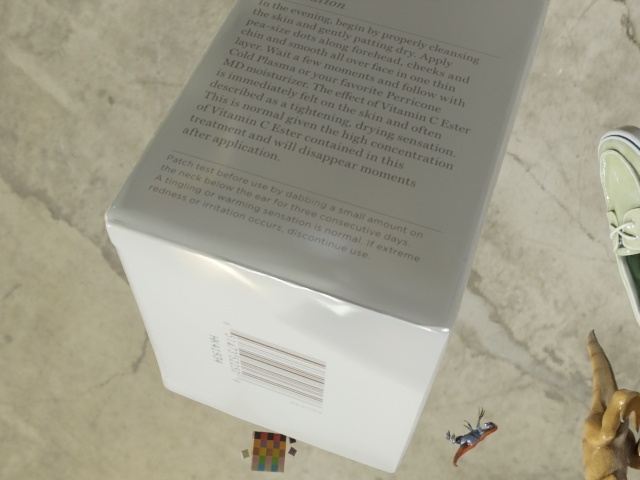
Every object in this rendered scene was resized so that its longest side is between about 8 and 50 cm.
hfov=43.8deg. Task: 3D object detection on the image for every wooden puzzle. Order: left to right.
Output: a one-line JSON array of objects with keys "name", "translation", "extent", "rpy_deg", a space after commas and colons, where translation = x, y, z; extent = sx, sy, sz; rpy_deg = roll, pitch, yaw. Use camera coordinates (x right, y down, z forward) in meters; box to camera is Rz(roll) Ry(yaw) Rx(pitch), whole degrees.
[{"name": "wooden puzzle", "translation": [-0.066, 0.271, 1.020], "extent": [0.083, 0.049, 0.006], "rpy_deg": [15, 160, -32]}]

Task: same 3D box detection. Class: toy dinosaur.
[{"name": "toy dinosaur", "translation": [0.238, 0.305, 1.235], "extent": [0.082, 0.090, 0.047], "rpy_deg": [4, 165, -13]}, {"name": "toy dinosaur", "translation": [0.220, 0.142, 0.605], "extent": [0.064, 0.211, 0.112], "rpy_deg": [16, 152, -13]}]

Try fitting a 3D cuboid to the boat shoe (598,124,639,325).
[{"name": "boat shoe", "translation": [0.450, -0.009, 1.094], "extent": [0.302, 0.094, 0.109], "rpy_deg": [66, 157, -5]}]

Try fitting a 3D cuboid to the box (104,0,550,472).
[{"name": "box", "translation": [0.032, -0.065, 0.516], "extent": [0.168, 0.345, 0.215], "rpy_deg": [18, 149, 9]}]
